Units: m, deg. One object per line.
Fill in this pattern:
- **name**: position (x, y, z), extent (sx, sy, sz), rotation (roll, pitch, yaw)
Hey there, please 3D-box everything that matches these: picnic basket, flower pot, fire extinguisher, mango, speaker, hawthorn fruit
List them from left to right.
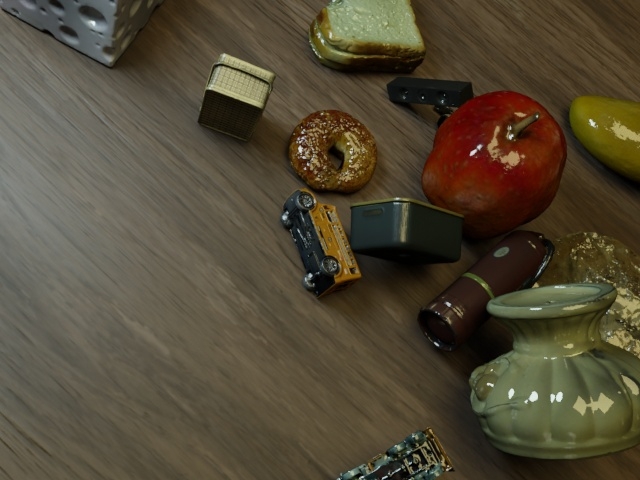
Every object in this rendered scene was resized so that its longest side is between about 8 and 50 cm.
- **picnic basket**: position (-0.160, -0.264, 1.438), extent (0.115, 0.164, 0.080), rotation (18, 69, -10)
- **speaker**: position (0.227, -0.311, 1.600), extent (0.046, 0.191, 0.040), rotation (-40, 127, -31)
- **fire extinguisher**: position (0.322, 0.074, 1.453), extent (0.341, 0.141, 0.105), rotation (-36, 113, -28)
- **hawthorn fruit**: position (0.346, -0.160, 1.466), extent (0.287, 0.330, 0.287), rotation (3, 69, -7)
- **flower pot**: position (0.399, 0.207, 1.297), extent (0.307, 0.307, 0.244), rotation (-9, 93, -23)
- **mango**: position (0.730, -0.222, 1.757), extent (0.331, 0.142, 0.195), rotation (15, 56, -4)

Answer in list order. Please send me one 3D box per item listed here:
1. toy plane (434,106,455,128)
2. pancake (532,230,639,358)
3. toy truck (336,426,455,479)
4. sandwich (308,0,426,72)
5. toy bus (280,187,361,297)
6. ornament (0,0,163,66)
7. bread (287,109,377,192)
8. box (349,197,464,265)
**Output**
- **toy plane**: position (0.329, -0.231, 1.663), extent (0.197, 0.053, 0.078), rotation (26, 50, -1)
- **pancake**: position (0.581, 0.150, 1.540), extent (0.386, 0.082, 0.387), rotation (7, 59, -12)
- **toy truck**: position (0.116, 0.378, 1.244), extent (0.177, 0.115, 0.080), rotation (-27, 75, -5)
- **sandwich**: position (0.088, -0.504, 1.685), extent (0.254, 0.099, 0.289), rotation (-1, 65, -21)
- **toy bus**: position (0.000, 0.000, 1.407), extent (0.088, 0.083, 0.195), rotation (-10, 71, -34)
- **ornament**: position (-0.427, -0.524, 1.428), extent (0.239, 0.240, 0.240), rotation (29, 58, -5)
- **bread**: position (0.027, -0.179, 1.520), extent (0.193, 0.064, 0.193), rotation (8, 65, -17)
- **box**: position (0.158, -0.012, 1.400), extent (0.201, 0.144, 0.090), rotation (14, 76, -45)
